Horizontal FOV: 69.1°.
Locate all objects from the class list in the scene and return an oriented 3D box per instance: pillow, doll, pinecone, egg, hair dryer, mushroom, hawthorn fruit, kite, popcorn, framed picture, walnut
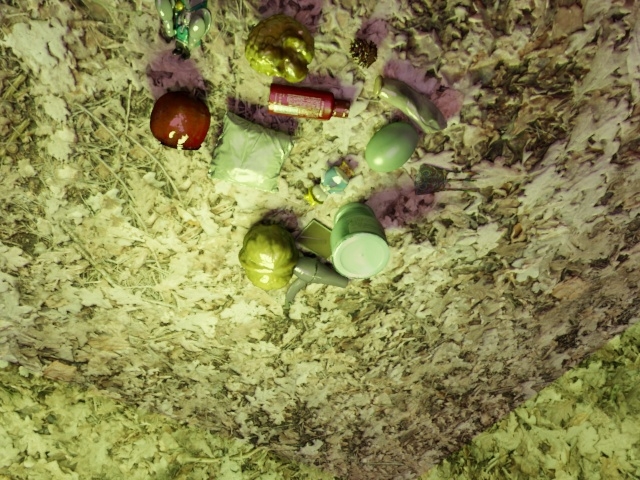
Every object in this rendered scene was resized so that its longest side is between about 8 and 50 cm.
[{"bbox_3d":[-0.274,-0.341,1.856,0.309,0.138,0.284,15,117,-11],"label":"pillow"},{"bbox_3d":[-0.444,-0.738,1.572,0.194,0.153,0.258,5,130,11],"label":"doll"},{"bbox_3d":[0.157,-0.682,1.675,0.109,0.102,0.102,43,113,-15],"label":"pinecone"},{"bbox_3d":[0.281,-0.370,1.843,0.231,0.168,0.168,-40,117,15],"label":"egg"},{"bbox_3d":[-0.069,0.232,2.298,0.301,0.121,0.361,22,130,-26],"label":"hair dryer"},{"bbox_3d":[0.349,-0.521,1.791,0.351,0.097,0.109,32,96,-18],"label":"mushroom"},{"bbox_3d":[-0.517,-0.458,1.732,0.215,0.215,0.250,27,120,-19],"label":"hawthorn fruit"},{"bbox_3d":[0.552,-0.258,2.026,0.285,0.015,0.152,3,127,-1],"label":"kite"},{"bbox_3d":[-0.139,-0.650,1.590,0.236,0.252,0.206,26,126,-14],"label":"popcorn"},{"bbox_3d":[0.033,-0.232,1.970,0.241,0.099,0.135,-36,141,22],"label":"doll"},{"bbox_3d":[0.000,0.000,2.175,0.203,0.015,0.150,32,117,-22],"label":"framed picture"},{"bbox_3d":[-0.227,0.066,2.061,0.253,0.277,0.282,21,110,-22],"label":"walnut"}]

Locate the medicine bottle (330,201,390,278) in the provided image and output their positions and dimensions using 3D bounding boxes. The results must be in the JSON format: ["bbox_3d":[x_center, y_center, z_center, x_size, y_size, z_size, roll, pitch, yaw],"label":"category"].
[{"bbox_3d":[0.158,-0.011,2.010,0.244,0.290,0.245,-2,125,-3],"label":"medicine bottle"}]

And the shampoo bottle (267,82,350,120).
[{"bbox_3d":[-0.045,-0.524,1.780,0.313,0.076,0.118,6,123,-7],"label":"shampoo bottle"}]
